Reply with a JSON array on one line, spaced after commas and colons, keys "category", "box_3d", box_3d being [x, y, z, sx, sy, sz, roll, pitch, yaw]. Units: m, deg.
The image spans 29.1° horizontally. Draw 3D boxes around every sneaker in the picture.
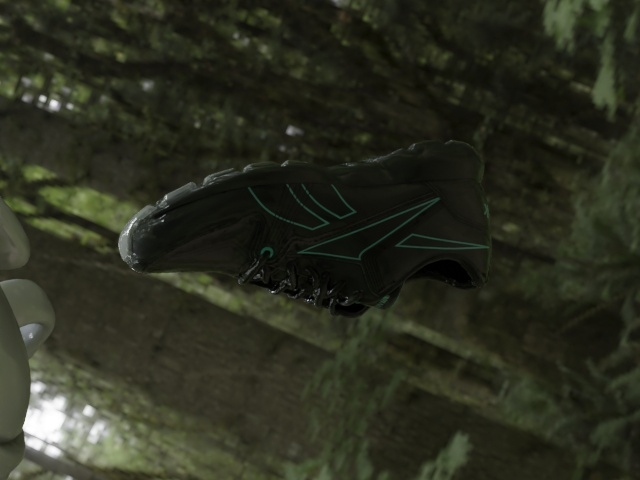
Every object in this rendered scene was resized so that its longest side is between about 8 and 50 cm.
[{"category": "sneaker", "box_3d": [0.000, 0.000, 0.833, 0.101, 0.267, 0.106, 142, 117, -70]}]

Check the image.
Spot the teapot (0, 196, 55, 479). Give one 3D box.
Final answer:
[{"category": "teapot", "box_3d": [-0.187, 0.042, 0.431, 0.187, 0.256, 0.252, -32, -56, -9]}]
